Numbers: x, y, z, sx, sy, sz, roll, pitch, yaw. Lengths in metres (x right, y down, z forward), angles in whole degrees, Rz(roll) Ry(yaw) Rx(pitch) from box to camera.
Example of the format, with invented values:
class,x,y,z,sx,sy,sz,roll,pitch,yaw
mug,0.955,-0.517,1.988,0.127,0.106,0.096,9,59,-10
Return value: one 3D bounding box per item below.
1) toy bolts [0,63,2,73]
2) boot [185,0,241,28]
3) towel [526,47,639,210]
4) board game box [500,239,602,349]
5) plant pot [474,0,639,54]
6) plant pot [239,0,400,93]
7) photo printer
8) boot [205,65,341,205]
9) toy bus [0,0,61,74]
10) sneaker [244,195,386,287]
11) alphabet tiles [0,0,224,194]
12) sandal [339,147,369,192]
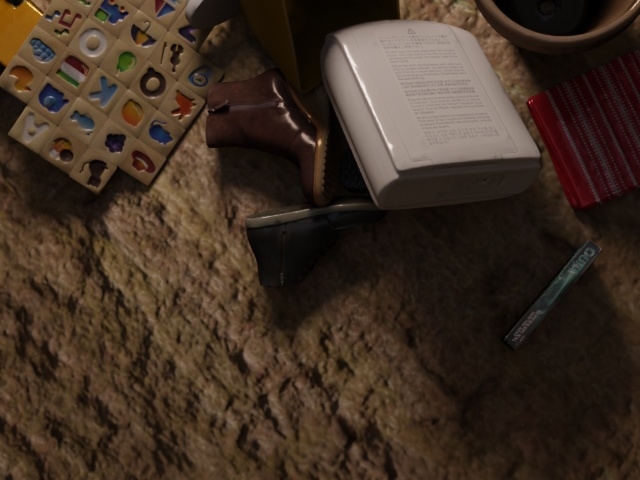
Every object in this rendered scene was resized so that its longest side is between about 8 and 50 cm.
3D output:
class,x,y,z,sx,sy,sz,roll,pitch,yaw
toy bolts,-0.671,-0.291,1.540,0.228,0.158,0.218,47,133,1
boot,-0.144,-0.459,1.470,0.258,0.095,0.123,-41,72,-13
towel,0.474,-0.182,1.376,0.274,0.031,0.199,-23,79,4
board game box,0.333,0.082,1.320,0.026,0.126,0.186,40,91,10
plant pot,0.344,-0.375,1.315,0.263,0.229,0.263,-1,83,9
plant pot,-0.023,-0.394,1.376,0.212,0.212,0.187,-38,58,-17
photo printer,0.147,-0.196,1.315,0.256,0.107,0.308,-7,58,-24
boot,-0.078,-0.157,1.423,0.206,0.090,0.248,-8,67,15
toy bus,-0.560,-0.400,1.509,0.332,0.130,0.108,42,92,11
sneaker,0.000,0.000,1.417,0.222,0.083,0.118,-10,102,0
alphabet tiles,-0.335,-0.261,1.463,0.285,0.011,0.343,34,90,-14
sandal,0.153,-0.110,1.413,0.254,0.054,0.097,7,78,19
